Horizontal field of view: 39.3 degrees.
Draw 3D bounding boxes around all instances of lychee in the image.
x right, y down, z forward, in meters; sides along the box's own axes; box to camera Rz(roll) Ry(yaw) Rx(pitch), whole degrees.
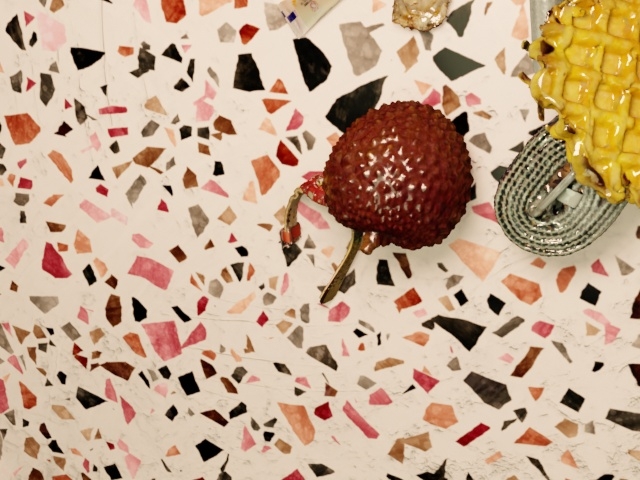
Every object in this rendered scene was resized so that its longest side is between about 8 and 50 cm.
[{"bbox_3d":[0.142,-0.112,1.651,0.276,0.276,0.304,23,82,12],"label":"lychee"}]

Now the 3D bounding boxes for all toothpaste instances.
[{"bbox_3d":[0.050,-0.497,1.667,0.314,0.058,0.056,-32,139,31],"label":"toothpaste"}]

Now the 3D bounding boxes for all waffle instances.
[{"bbox_3d":[0.521,-0.255,1.457,0.382,0.095,0.379,-32,96,-14],"label":"waffle"}]

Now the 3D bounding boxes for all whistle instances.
[{"bbox_3d":[0.394,-0.410,1.561,0.062,0.062,0.312,0,108,21],"label":"whistle"}]

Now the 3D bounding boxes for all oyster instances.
[{"bbox_3d":[0.187,-0.468,1.623,0.105,0.056,0.177,6,111,6],"label":"oyster"}]

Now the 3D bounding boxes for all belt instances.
[{"bbox_3d":[0.444,-0.107,1.592,0.207,0.160,0.295,44,118,1],"label":"belt"}]

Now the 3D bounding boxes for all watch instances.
[{"bbox_3d":[-0.003,-0.008,1.845,0.165,0.102,0.268,33,125,15],"label":"watch"}]
